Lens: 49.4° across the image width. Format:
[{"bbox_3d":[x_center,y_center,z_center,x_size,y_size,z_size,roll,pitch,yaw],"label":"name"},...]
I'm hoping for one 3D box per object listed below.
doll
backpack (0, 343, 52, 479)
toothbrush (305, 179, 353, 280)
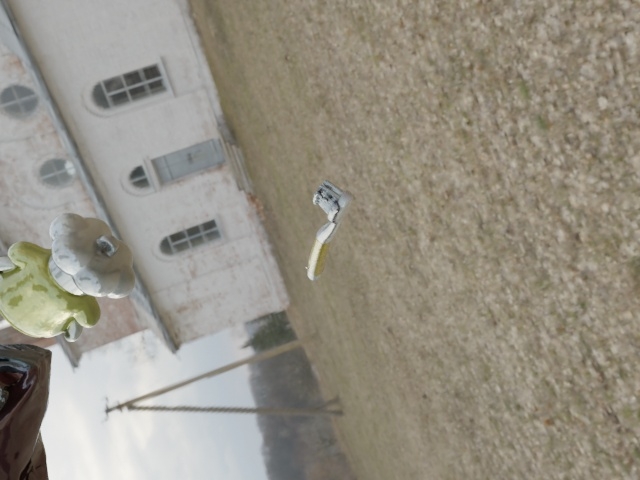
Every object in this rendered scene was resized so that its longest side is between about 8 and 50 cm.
[{"bbox_3d":[-0.233,0.036,0.628,0.106,0.162,0.062,48,-145,-19],"label":"doll"},{"bbox_3d":[-0.578,0.289,1.054,0.197,0.317,0.283,-137,51,-83],"label":"backpack"},{"bbox_3d":[0.000,0.000,0.613,0.024,0.021,0.288,39,167,6],"label":"toothbrush"}]
